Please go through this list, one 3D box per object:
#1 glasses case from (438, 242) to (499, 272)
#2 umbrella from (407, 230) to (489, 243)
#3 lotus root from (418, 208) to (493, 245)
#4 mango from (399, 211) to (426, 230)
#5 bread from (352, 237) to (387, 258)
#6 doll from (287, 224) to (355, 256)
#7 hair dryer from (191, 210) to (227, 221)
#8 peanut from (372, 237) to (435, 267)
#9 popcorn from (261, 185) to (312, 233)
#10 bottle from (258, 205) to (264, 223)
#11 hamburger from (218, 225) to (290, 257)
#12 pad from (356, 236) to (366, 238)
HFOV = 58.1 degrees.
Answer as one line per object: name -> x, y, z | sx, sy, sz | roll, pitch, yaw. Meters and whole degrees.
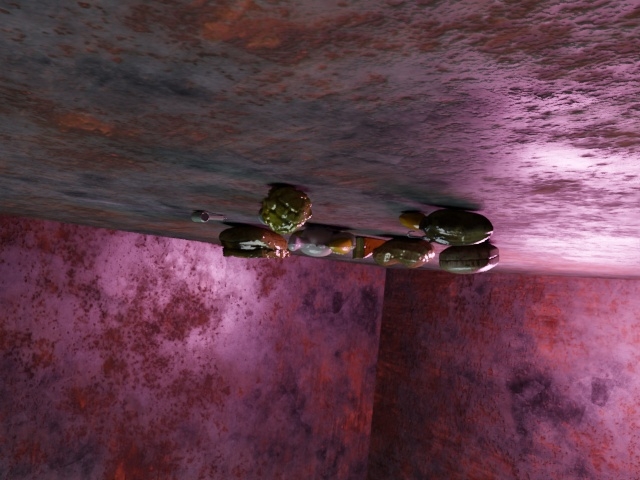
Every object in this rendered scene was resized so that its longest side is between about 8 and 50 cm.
glasses case -> 0.491, 0.054, 1.880 | 0.157, 0.097, 0.425 | -4, 179, 22
umbrella -> 0.405, -0.005, 1.838 | 0.269, 0.044, 0.044 | 6, -141, -6
lotus root -> 0.316, -0.031, 1.351 | 0.180, 0.089, 0.080 | 3, -142, -12
mango -> 0.235, -0.051, 1.464 | 0.060, 0.046, 0.089 | 13, -175, -41
bread -> 0.200, 0.035, 2.292 | 0.139, 0.084, 0.074 | 6, 173, -38
doll -> 0.000, 0.000, 2.016 | 0.252, 0.110, 0.237 | 7, -169, -10
hair dryer -> -0.376, -0.081, 1.983 | 0.124, 0.037, 0.063 | 0, -178, -44
peanut -> 0.308, 0.045, 2.134 | 0.233, 0.110, 0.197 | 6, 180, 8
popcorn -> -0.075, -0.073, 1.296 | 0.106, 0.120, 0.116 | -31, -139, -23
bottle -> -0.140, -0.072, 1.583 | 0.060, 0.060, 0.217 | 7, 174, -17
hamburger -> -0.267, 0.009, 2.333 | 0.266, 0.134, 0.285 | -3, 178, 21
pad -> 0.089, -0.016, 2.325 | 0.190, 0.004, 0.127 | 7, 175, -3
